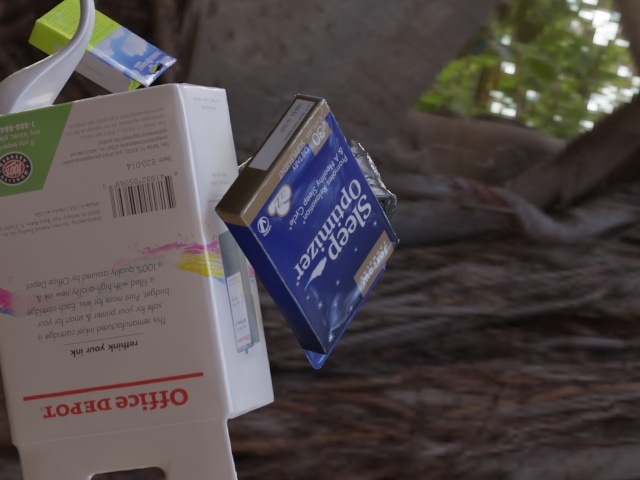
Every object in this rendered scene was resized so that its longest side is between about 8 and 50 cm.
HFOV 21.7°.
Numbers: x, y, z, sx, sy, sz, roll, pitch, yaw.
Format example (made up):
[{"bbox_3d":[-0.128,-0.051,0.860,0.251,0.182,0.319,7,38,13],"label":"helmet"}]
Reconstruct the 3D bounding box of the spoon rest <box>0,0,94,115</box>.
[{"bbox_3d":[-0.333,-0.200,1.981,0.137,0.084,0.276,70,37,-83],"label":"spoon rest"}]

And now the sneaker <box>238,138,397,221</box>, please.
[{"bbox_3d":[-0.060,-0.053,1.965,0.109,0.286,0.130,110,-32,-49],"label":"sneaker"}]

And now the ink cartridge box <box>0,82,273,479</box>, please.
[{"bbox_3d":[-0.165,0.057,1.434,0.207,0.119,0.353,-9,-91,17],"label":"ink cartridge box"}]

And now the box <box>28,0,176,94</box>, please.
[{"bbox_3d":[-0.301,-0.264,2.321,0.178,0.109,0.042,32,-56,3],"label":"box"}]

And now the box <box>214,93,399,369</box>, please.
[{"bbox_3d":[0.000,0.000,1.450,0.036,0.225,0.136,13,-123,36],"label":"box"}]
